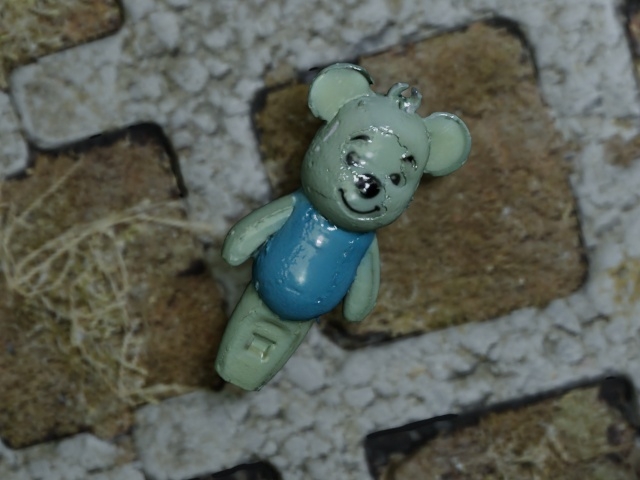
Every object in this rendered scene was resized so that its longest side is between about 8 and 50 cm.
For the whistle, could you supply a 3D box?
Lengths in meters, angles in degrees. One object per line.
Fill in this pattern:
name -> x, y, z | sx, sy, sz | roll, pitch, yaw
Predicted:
whistle -> 0.000, 0.000, 1.239 | 0.114, 0.077, 0.236 | 25, 110, -16
